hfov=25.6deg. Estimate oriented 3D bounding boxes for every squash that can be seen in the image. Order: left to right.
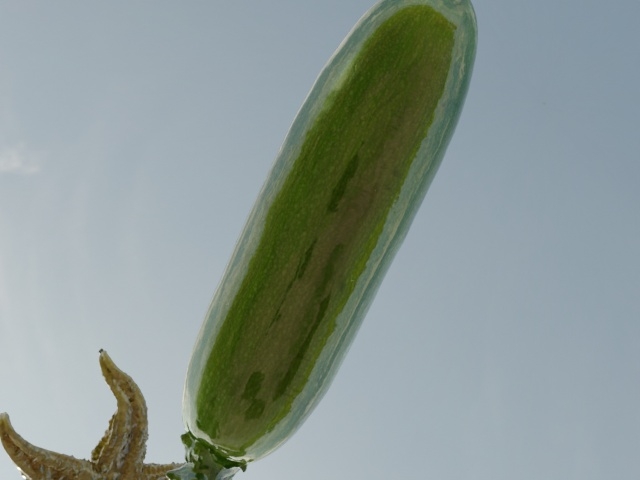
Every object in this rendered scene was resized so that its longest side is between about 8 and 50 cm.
[{"bbox_3d":[0.000,0.000,0.953,0.107,0.107,0.395,27,-84,6],"label":"squash"}]

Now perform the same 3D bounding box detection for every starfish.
[{"bbox_3d":[-0.182,0.203,1.294,0.138,0.050,0.247,-53,-50,-19],"label":"starfish"}]
